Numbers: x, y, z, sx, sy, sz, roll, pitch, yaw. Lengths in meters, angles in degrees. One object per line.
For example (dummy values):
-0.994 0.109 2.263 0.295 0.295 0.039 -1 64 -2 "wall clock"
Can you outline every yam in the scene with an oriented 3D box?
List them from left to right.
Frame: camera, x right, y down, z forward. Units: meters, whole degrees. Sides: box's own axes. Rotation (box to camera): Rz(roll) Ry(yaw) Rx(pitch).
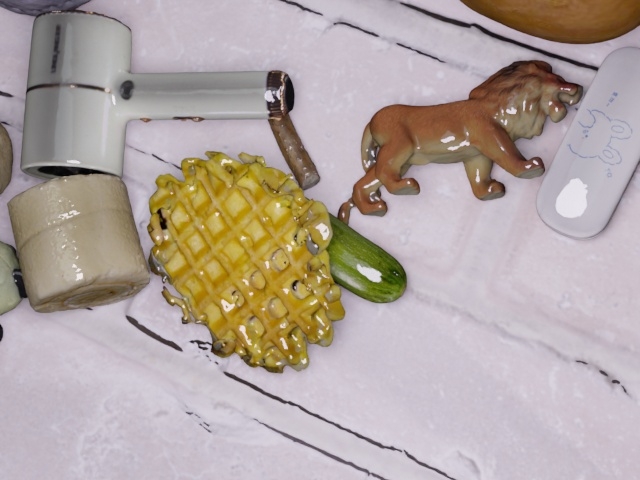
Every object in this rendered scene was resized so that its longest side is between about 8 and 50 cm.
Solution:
-0.042 -0.132 1.374 0.032 0.032 0.145 -27 75 7 "yam"

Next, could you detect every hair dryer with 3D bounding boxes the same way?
-0.190 -0.175 1.364 0.362 0.128 0.203 1 81 12 "hair dryer"

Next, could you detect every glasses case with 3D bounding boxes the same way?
0.328 -0.112 1.273 0.092 0.059 0.233 27 89 13 "glasses case"

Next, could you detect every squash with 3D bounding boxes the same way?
0.000 0.000 1.325 0.239 0.069 0.069 34 90 14 "squash"

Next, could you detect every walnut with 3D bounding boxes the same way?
0.254 -0.330 1.255 0.298 0.203 0.203 6 83 7 "walnut"

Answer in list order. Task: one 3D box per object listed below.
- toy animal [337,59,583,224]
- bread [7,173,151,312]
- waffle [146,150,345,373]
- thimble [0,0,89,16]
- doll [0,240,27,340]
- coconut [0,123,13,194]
0.157 -0.124 1.306 0.312 0.097 0.157 -9 69 13 "toy animal"
-0.295 0.005 1.349 0.148 0.134 0.141 -11 78 -22 "bread"
-0.096 0.027 1.309 0.281 0.060 0.262 9 105 29 "waffle"
-0.386 -0.412 1.428 0.246 0.157 0.217 6 82 14 "thimble"
-0.472 0.082 1.370 0.234 0.135 0.143 -28 79 -29 "doll"
-0.508 -0.099 1.387 0.224 0.224 0.224 -2 81 12 "coconut"
